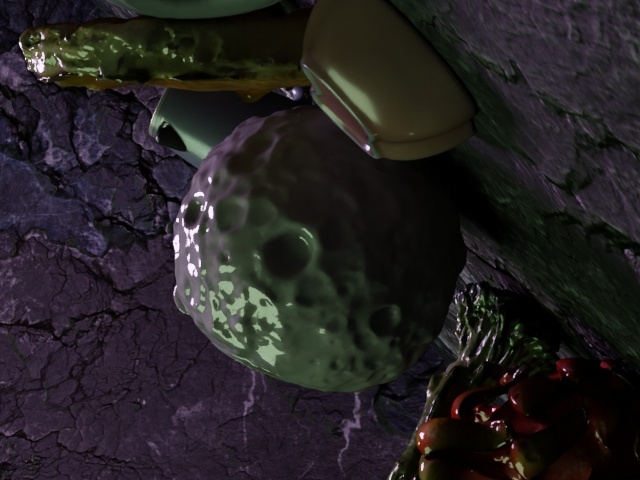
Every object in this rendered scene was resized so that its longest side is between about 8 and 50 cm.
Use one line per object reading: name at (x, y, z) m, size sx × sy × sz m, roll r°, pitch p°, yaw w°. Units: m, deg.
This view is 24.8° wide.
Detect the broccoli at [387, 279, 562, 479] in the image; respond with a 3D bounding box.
broccoli at (0.182, 0.200, 1.841) m, size 0.165 × 0.304 × 0.145 m, roll 25°, pitch 164°, yaw 32°

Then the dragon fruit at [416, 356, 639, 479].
dragon fruit at (0.268, 0.241, 1.706) m, size 0.307 × 0.243 × 0.227 m, roll 32°, pitch 167°, yaw -12°

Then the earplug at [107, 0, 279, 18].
earplug at (-0.134, -0.289, 1.321) m, size 0.214 × 0.175 × 0.325 m, roll 3°, pitch -164°, yaw -30°

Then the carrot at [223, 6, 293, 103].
carrot at (-0.116, -0.266, 1.714) m, size 0.114 × 0.114 × 0.302 m, roll 44°, pitch 177°, yaw 39°

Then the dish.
dish at (0.045, -0.146, 1.349) m, size 0.213 × 0.090 × 0.213 m, roll 46°, pitch 176°, yaw 4°

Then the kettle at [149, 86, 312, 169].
kettle at (-0.082, -0.153, 1.907) m, size 0.243 × 0.210 × 0.160 m, roll 29°, pitch 148°, yaw 2°

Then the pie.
pie at (-0.143, -0.194, 1.507) m, size 0.339 × 0.339 × 0.083 m, roll -152°, pitch 59°, yaw -78°

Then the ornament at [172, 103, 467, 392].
ornament at (0.000, 0.000, 1.658) m, size 0.337 × 0.337 × 0.337 m, roll 47°, pitch 176°, yaw 4°
